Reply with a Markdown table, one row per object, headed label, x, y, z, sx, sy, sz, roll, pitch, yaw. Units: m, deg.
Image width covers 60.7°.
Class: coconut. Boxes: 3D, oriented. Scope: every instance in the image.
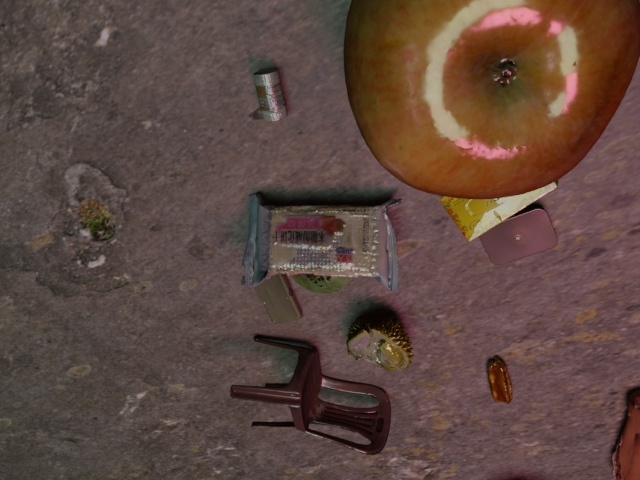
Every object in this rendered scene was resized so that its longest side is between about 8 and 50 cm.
| label | x | y | z | sx | sy | sz | roll | pitch | yaw |
| --- | --- | --- | --- | --- | --- | --- | --- | --- | --- |
| coconut | -0.001 | 0.063 | 1.130 | 0.158 | 0.055 | 0.133 | -7 | 118 | 18 |

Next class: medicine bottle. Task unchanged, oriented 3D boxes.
| label | x | y | z | sx | sy | sz | roll | pitch | yaw |
| --- | --- | --- | --- | --- | --- | --- | --- | --- | --- |
| medicine bottle | -0.087 | -0.255 | 0.958 | 0.047 | 0.047 | 0.083 | -2 | 120 | 15 |

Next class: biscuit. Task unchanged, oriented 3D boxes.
| label | x | y | z | sx | sy | sz | roll | pitch | yaw |
| --- | --- | --- | --- | --- | --- | --- | --- | --- | --- |
| biscuit | -0.001 | 0.005 | 1.046 | 0.308 | 0.079 | 0.186 | 2 | 85 | 11 |

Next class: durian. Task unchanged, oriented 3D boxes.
| label | x | y | z | sx | sy | sz | roll | pitch | yaw |
| --- | --- | --- | --- | --- | --- | --- | --- | --- | --- |
| durian | 0.124 | 0.224 | 1.184 | 0.146 | 0.102 | 0.208 | 40 | 144 | -10 |

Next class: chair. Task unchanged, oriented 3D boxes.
| label | x | y | z | sx | sy | sz | roll | pitch | yaw |
| --- | --- | --- | --- | --- | --- | --- | --- | --- | --- |
| chair | -0.010 | 0.353 | 1.241 | 0.326 | 0.176 | 0.183 | 3 | 130 | 16 |

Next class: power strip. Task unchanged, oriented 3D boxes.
| label | x | y | z | sx | sy | sz | roll | pitch | yaw |
| --- | --- | --- | --- | --- | --- | --- | --- | --- | --- |
| power strip | -0.100 | 0.112 | 1.199 | 0.076 | 0.028 | 0.169 | -11 | 120 | 19 |

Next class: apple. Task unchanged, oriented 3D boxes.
| label | x | y | z | sx | sy | sz | roll | pitch | yaw |
| --- | --- | --- | --- | --- | --- | --- | --- | --- | --- |
| apple | 0.213 | -0.240 | 0.722 | 0.391 | 0.347 | 0.392 | 5 | 119 | 9 |

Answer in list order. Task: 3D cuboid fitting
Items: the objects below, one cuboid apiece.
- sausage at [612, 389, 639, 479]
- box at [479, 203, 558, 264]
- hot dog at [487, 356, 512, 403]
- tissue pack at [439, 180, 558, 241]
| label | x | y | z | sx | sy | sz | roll | pitch | yaw |
| --- | --- | --- | --- | --- | --- | --- | --- | --- | --- |
| sausage | 0.693 | 0.449 | 1.196 | 0.078 | 0.078 | 0.305 | 0 | 120 | 13 |
| box | 0.364 | -0.011 | 1.012 | 0.126 | 0.031 | 0.091 | -23 | 114 | 25 |
| hot dog | 0.395 | 0.307 | 1.202 | 0.049 | 0.037 | 0.122 | -2 | 116 | 28 |
| tissue pack | 0.306 | -0.086 | 0.946 | 0.176 | 0.062 | 0.095 | -36 | 88 | 30 |
